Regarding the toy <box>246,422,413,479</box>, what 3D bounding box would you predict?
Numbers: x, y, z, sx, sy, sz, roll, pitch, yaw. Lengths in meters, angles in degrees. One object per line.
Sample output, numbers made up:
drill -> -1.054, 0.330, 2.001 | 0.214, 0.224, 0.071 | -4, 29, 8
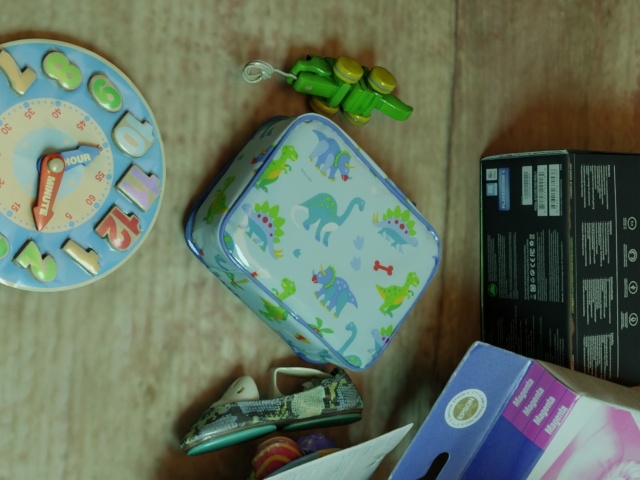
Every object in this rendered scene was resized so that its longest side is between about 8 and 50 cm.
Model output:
toy -> -0.044, 0.214, 1.008 | 0.237, 0.137, 0.056 | -18, 63, -33

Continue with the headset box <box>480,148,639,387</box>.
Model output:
headset box -> 0.322, 0.028, 1.223 | 0.283, 0.131, 0.246 | -3, 92, -34

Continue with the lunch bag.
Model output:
lunch bag -> 0.000, 0.000, 1.033 | 0.219, 0.090, 0.176 | 44, 69, -26

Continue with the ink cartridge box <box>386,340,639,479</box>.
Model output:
ink cartridge box -> 0.205, 0.281, 1.110 | 0.330, 0.071, 0.324 | 18, 108, -34

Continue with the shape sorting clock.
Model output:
shape sorting clock -> -0.221, -0.061, 0.915 | 0.206, 0.040, 0.206 | -1, 91, -34

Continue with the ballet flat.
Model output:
ballet flat -> -0.048, 0.150, 1.030 | 0.188, 0.070, 0.070 | -4, 93, -35

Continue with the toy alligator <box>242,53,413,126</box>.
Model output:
toy alligator -> 0.006, -0.153, 1.061 | 0.190, 0.056, 0.051 | 12, 43, -32
